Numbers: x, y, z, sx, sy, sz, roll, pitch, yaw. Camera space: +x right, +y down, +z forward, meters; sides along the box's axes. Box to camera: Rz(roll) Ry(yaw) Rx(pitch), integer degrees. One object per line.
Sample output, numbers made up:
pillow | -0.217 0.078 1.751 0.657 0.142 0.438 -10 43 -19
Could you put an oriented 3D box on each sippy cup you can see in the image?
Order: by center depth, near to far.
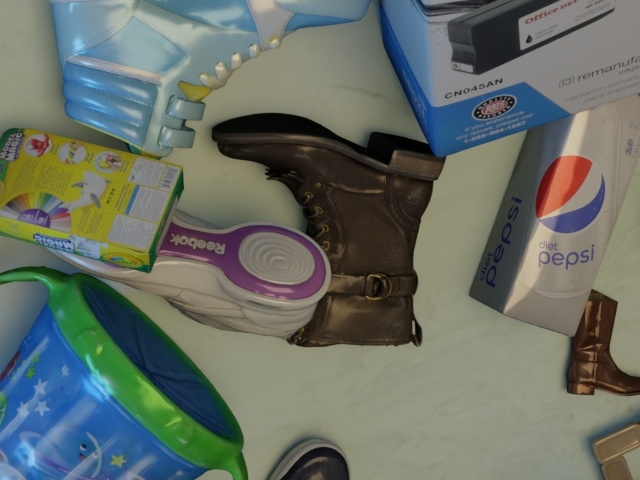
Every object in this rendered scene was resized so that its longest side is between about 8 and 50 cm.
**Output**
sippy cup | -0.230 0.187 1.808 0.224 0.305 0.240 -43 147 5

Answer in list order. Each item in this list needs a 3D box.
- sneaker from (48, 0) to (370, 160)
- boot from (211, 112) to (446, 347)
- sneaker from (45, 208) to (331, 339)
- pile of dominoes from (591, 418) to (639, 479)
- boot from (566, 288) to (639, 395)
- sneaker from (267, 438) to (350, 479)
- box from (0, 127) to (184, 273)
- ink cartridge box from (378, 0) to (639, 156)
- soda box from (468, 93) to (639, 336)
sneaker | -0.104 -0.171 1.826 0.319 0.127 0.208 -1 99 -8
boot | 0.000 0.000 1.913 0.263 0.091 0.229 10 105 -13
sneaker | -0.147 0.028 1.849 0.305 0.152 0.114 20 60 1
pile of dominoes | 0.438 0.246 2.134 0.251 0.040 0.196 -24 114 -5
boot | 0.318 0.111 2.067 0.106 0.037 0.114 1 95 -21
sneaker | -0.017 0.352 1.934 0.099 0.153 0.282 18 94 -21
box | -0.228 -0.040 1.770 0.179 0.043 0.105 16 59 7
ink cartridge box | 0.202 -0.282 1.746 0.285 0.166 0.395 -18 149 -4
soda box | 0.256 -0.052 1.980 0.091 0.098 0.286 18 95 -20
